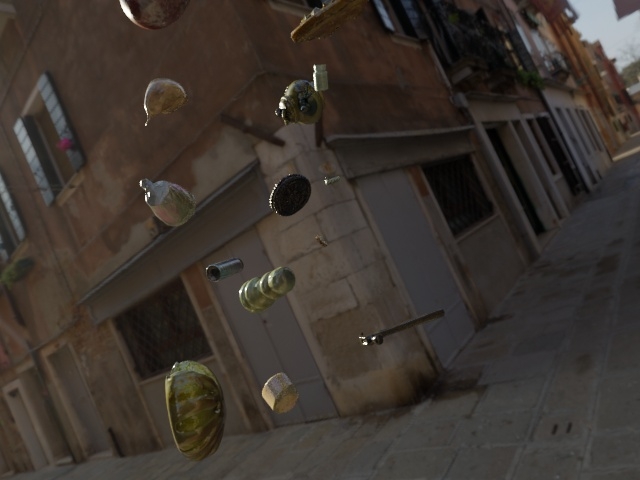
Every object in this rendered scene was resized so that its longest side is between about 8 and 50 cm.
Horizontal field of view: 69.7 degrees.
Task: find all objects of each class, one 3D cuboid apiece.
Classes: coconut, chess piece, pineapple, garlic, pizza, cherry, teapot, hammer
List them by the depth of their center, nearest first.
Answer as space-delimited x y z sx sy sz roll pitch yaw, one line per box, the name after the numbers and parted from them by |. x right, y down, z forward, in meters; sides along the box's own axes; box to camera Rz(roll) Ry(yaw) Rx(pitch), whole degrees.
-0.518 -0.806 1.451 0.212 0.286 0.235 9 -12 -39 | cherry
-0.145 0.532 1.621 0.116 0.116 0.122 -23 41 -25 | coconut
-0.180 0.166 1.651 0.133 0.133 0.243 -22 -8 -44 | chess piece
0.046 -0.820 1.659 0.323 0.090 0.223 -24 10 22 | pizza
-0.094 -0.524 1.789 0.182 0.173 0.269 -32 29 -16 | teapot
-0.612 -0.547 1.801 0.164 0.145 0.245 -56 10 25 | garlic
0.348 0.354 1.893 0.439 0.044 0.168 -11 -5 -31 | hammer
-0.633 -0.184 1.902 0.163 0.222 0.178 -31 -31 5 | teapot
0.000 0.000 2.154 0.045 0.083 0.019 20 -64 -45 | pineapple

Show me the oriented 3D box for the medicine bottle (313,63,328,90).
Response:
0.001 -0.556 1.571 0.047 0.084 0.047 -5 23 2 | medicine bottle

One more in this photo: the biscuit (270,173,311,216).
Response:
-0.120 -0.184 1.874 0.194 0.053 0.195 -30 -39 -27 | biscuit

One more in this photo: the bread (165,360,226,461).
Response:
-0.381 0.529 1.448 0.159 0.334 0.333 -12 -5 -11 | bread

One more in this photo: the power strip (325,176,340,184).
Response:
0.052 -0.268 2.022 0.083 0.035 0.055 -23 -4 -45 | power strip

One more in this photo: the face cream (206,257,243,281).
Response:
-0.402 0.121 1.993 0.075 0.075 0.229 -26 -2 21 | face cream
